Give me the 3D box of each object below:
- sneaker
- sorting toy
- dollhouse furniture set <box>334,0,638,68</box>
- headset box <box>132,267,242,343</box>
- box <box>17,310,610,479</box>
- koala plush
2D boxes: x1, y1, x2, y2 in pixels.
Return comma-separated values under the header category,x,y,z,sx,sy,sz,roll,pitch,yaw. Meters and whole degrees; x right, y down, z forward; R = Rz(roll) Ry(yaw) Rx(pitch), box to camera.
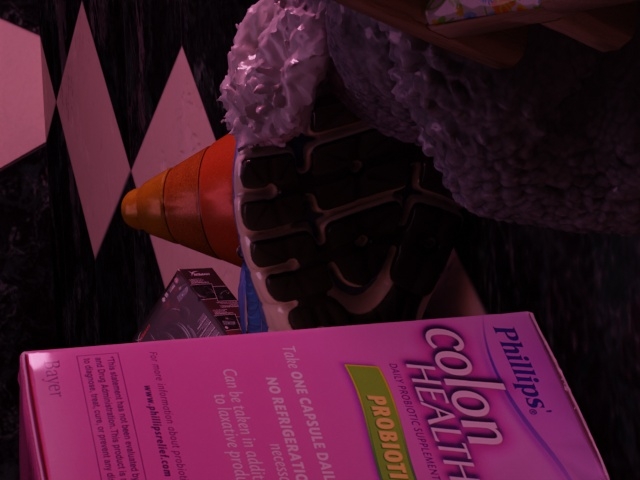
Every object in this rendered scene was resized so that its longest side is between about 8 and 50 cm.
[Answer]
category,x,y,z,sx,sy,sz,roll,pitch,yaw
sneaker,0.000,0.000,0.987,0.147,0.129,0.330,-126,34,-59
sorting toy,-0.057,0.099,1.158,0.127,0.126,0.366,-8,-86,-73
dollhouse furniture set,0.077,-0.178,0.410,0.212,0.161,0.242,-5,74,47
headset box,-0.067,0.067,1.093,0.083,0.032,0.062,51,122,28
box,-0.015,0.157,0.859,0.117,0.243,0.214,-111,22,-47
koala plush,0.054,-0.090,0.647,0.203,0.196,0.221,71,161,0
